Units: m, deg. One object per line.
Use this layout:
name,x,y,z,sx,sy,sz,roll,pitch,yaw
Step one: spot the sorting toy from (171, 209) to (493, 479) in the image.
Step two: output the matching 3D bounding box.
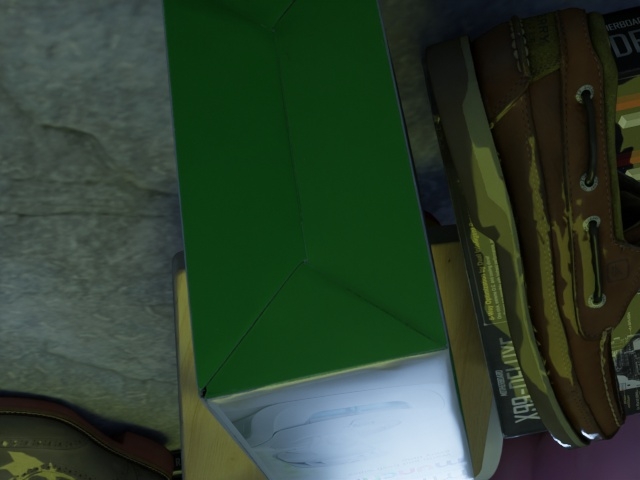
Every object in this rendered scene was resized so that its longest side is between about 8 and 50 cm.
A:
sorting toy,0.009,0.088,0.957,0.255,0.089,0.257,-5,126,-11

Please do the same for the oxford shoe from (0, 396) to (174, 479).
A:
oxford shoe,-0.284,0.252,1.221,0.123,0.130,0.348,-29,143,34

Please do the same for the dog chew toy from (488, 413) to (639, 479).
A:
dog chew toy,0.282,0.318,1.456,0.332,0.207,0.206,-18,152,33

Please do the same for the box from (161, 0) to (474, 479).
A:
box,0.000,0.000,0.692,0.126,0.262,0.231,-12,151,6

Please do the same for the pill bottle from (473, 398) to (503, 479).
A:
pill bottle,0.020,0.175,1.136,0.283,0.160,0.160,-2,152,-12

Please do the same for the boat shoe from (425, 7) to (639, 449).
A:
boat shoe,0.156,0.008,0.704,0.104,0.111,0.307,-16,127,12

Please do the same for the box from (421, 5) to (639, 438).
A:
box,0.217,-0.008,0.814,0.242,0.076,0.307,-13,128,7

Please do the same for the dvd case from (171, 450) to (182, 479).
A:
dvd case,-0.187,0.305,1.465,0.238,0.029,0.179,-10,152,2
